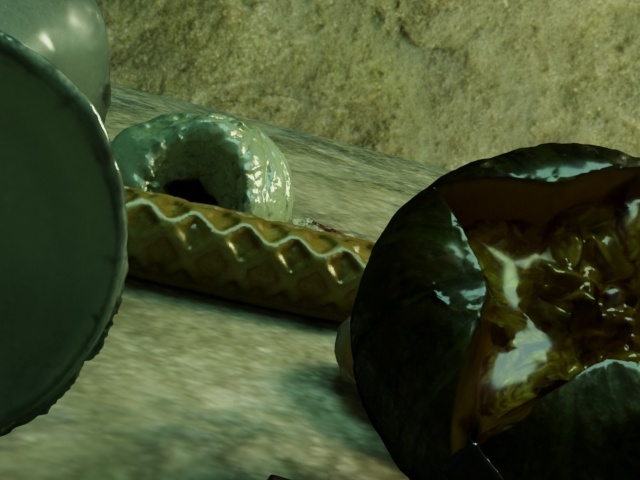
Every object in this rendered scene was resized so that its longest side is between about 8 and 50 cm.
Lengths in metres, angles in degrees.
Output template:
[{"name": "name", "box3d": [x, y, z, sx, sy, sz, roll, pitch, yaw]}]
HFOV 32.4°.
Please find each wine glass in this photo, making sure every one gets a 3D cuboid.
[{"name": "wine glass", "box3d": [-0.235, -0.061, 0.637, 0.267, 0.267, 0.406, 11, 14, -19]}]

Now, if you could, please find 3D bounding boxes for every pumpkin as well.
[{"name": "pumpkin", "box3d": [0.134, 0.059, 0.590, 0.238, 0.159, 0.238, 0, 54, 0]}]

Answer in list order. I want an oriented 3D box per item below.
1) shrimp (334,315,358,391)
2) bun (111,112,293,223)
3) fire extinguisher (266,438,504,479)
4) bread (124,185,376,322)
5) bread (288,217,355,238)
[{"name": "shrimp", "box3d": [0.223, 0.113, 0.731, 0.446, 0.109, 0.221, 13, 15, 12]}, {"name": "bun", "box3d": [-0.128, -0.075, 1.194, 0.213, 0.126, 0.204, 7, 11, -33]}, {"name": "fire extinguisher", "box3d": [0.138, 0.148, 0.323, 0.341, 0.141, 0.105, 13, -32, 10]}, {"name": "bread", "box3d": [-0.050, 0.016, 0.930, 0.368, 0.084, 0.077, 14, 50, -9]}, {"name": "bread", "box3d": [0.000, 0.000, 1.212, 0.083, 0.035, 0.070, 16, 11, -5]}]
